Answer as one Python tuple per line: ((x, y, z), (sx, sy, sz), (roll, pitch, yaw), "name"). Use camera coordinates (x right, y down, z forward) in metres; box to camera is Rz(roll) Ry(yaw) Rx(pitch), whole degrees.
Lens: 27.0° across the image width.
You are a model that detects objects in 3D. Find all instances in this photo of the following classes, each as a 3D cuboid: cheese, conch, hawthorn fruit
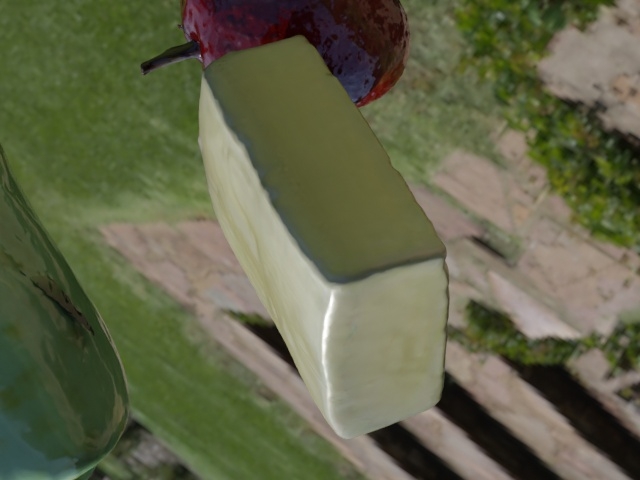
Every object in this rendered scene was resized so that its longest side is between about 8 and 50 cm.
((0.000, 0.000, 1.133), (0.242, 0.124, 0.265), (79, 164, -53), "cheese")
((-0.191, 0.045, 0.767), (0.137, 0.143, 0.251), (-7, 99, 46), "conch")
((-0.053, -0.222, 1.307), (0.210, 0.266, 0.230), (84, 167, -51), "hawthorn fruit")
